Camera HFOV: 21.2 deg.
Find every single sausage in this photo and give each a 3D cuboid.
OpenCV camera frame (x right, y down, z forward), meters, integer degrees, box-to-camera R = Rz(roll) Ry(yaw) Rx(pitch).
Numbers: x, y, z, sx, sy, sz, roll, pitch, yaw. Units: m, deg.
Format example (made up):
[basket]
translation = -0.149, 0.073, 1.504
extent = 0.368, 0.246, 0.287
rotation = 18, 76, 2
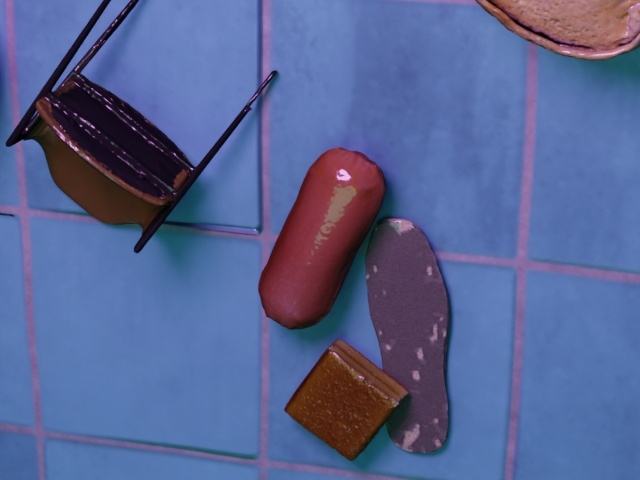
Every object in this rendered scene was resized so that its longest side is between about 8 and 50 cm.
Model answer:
[sausage]
translation = 0.000, 0.000, 1.599
extent = 0.077, 0.077, 0.194
rotation = 27, 117, 4

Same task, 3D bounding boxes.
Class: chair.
[chair]
translation = -0.178, -0.099, 1.570
extent = 0.158, 0.172, 0.247
rotation = 39, 110, -3

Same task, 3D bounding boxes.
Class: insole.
[insole]
translation = 0.087, 0.094, 1.646
extent = 0.081, 0.011, 0.248
rotation = 2, 113, 18

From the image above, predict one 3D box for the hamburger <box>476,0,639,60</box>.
[hamburger]
translation = 0.203, -0.274, 1.390
extent = 0.286, 0.146, 0.243
rotation = 0, 118, 9

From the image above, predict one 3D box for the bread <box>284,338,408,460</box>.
[bread]
translation = 0.024, 0.157, 1.671
extent = 0.090, 0.035, 0.094
rotation = 38, 122, 5
